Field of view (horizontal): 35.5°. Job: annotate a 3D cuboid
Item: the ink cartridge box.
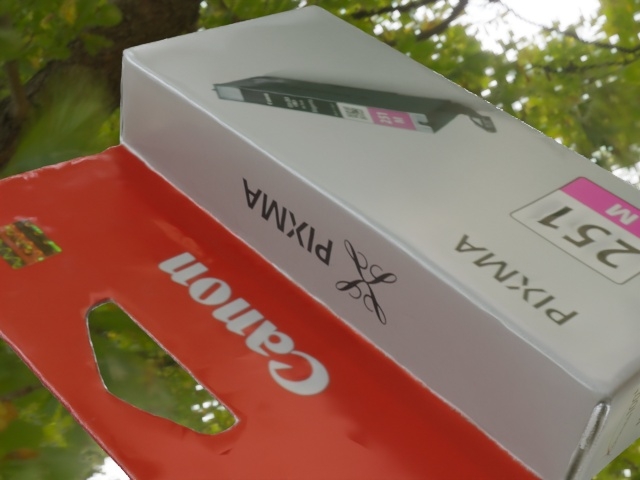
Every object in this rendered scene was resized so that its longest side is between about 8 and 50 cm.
[{"bbox_3d":[0.000,0.000,0.408,0.239,0.060,0.275,-23,-132,-40],"label":"ink cartridge box"}]
